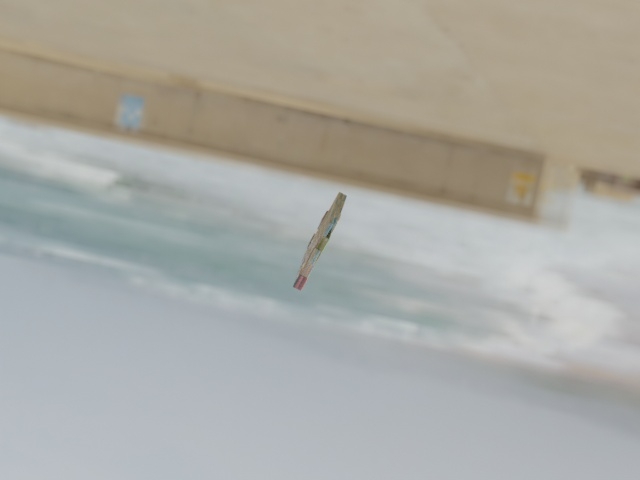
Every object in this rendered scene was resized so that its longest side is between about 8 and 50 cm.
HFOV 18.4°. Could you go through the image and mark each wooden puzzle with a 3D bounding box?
[{"bbox_3d":[0.000,0.000,1.194,0.006,0.049,0.083,27,-155,-4],"label":"wooden puzzle"}]
